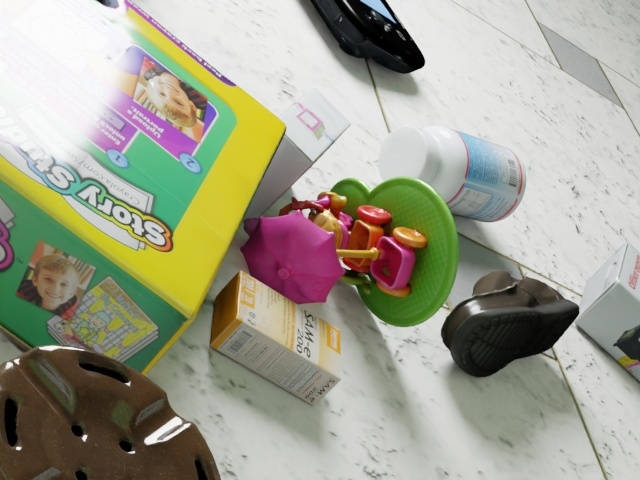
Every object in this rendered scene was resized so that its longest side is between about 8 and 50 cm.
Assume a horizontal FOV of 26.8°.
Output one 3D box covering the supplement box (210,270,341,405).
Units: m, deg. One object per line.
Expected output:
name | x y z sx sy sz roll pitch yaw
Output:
supplement box | -0.033 0.074 1.023 0.098 0.036 0.062 32 29 -21

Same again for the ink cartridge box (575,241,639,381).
ink cartridge box | 0.374 0.101 1.489 0.175 0.072 0.127 42 27 0

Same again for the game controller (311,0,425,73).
game controller | 0.019 -0.332 1.655 0.166 0.067 0.319 9 42 -47

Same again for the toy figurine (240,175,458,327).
toy figurine | 0.000 0.000 1.117 0.159 0.130 0.173 0 26 -41

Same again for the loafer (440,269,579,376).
loafer | 0.165 0.072 1.263 0.078 0.080 0.220 43 20 24

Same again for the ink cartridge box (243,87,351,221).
ink cartridge box | -0.034 -0.075 1.182 0.052 0.088 0.122 45 27 -1

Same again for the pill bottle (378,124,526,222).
pill bottle | 0.137 -0.072 1.409 0.160 0.087 0.087 13 39 -45

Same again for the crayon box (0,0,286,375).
crayon box | -0.220 -0.098 0.949 0.363 0.106 0.313 37 28 -9

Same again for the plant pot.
plant pot | -0.141 0.147 0.629 0.167 0.165 0.167 32 30 -20
